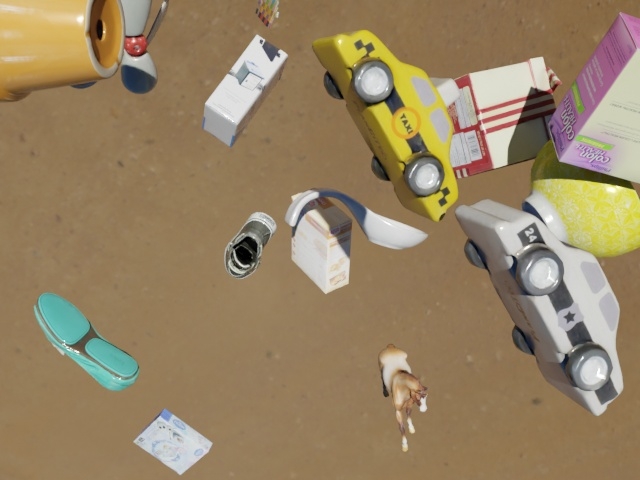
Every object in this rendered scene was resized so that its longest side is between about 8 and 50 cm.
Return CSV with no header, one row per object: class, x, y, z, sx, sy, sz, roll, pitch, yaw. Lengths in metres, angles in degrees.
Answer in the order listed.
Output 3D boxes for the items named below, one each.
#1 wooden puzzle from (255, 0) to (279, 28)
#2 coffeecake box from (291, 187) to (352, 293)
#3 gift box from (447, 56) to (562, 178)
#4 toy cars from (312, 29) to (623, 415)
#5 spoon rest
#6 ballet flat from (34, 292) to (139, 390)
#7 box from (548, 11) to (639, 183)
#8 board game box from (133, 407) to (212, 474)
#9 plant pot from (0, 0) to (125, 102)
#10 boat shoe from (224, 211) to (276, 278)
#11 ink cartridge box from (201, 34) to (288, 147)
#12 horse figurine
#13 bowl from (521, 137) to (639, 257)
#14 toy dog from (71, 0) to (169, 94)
wooden puzzle,-0.090,-0.404,1.369,0.006,0.083,0.049,6,125,-34
coffeecake box,0.000,0.000,1.740,0.142,0.068,0.185,44,145,39
gift box,0.418,-0.271,1.821,0.276,0.258,0.255,-1,104,61
toy cars,0.134,-0.040,0.663,0.394,0.087,0.176,53,174,22
spoon rest,0.075,-0.043,1.485,0.276,0.137,0.084,11,100,-18
ballet flat,-0.456,0.204,1.493,0.247,0.083,0.087,38,128,5
box,0.553,-0.233,1.347,0.213,0.117,0.243,13,134,-11
board game box,-0.220,0.301,1.168,0.090,0.020,0.090,39,127,-9
plant pot,-0.369,-0.282,1.031,0.188,0.205,0.205,4,131,8
boat shoe,-0.154,0.025,1.556,0.077,0.070,0.219,31,143,-1
ink cartridge box,-0.158,-0.306,1.617,0.082,0.191,0.139,32,162,-3
horse figurine,0.159,0.289,1.577,0.066,0.263,0.174,-8,119,-3
bowl,0.509,-0.070,1.603,0.156,0.289,0.289,-30,118,-2
toy dog,-0.372,-0.448,1.458,0.161,0.220,0.334,60,136,35
